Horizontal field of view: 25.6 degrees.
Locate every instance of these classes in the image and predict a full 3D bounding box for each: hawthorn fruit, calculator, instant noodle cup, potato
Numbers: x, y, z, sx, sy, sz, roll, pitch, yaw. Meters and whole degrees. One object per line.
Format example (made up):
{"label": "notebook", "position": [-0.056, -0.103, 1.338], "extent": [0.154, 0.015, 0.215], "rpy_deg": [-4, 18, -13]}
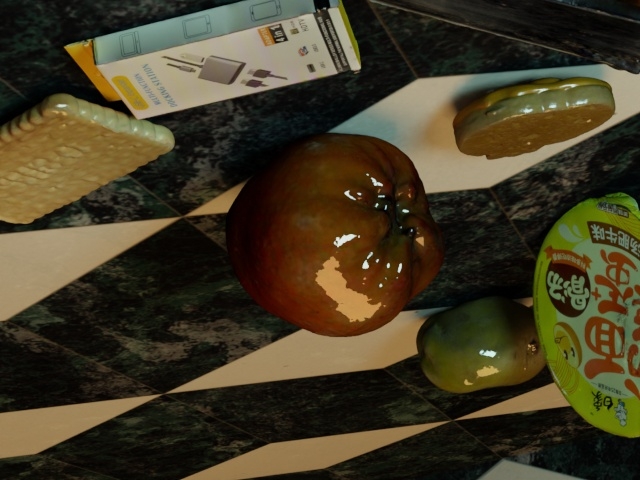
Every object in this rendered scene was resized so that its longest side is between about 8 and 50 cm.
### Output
{"label": "hawthorn fruit", "position": [0.000, 0.000, 1.502], "extent": [0.224, 0.224, 0.261], "rpy_deg": [9, 165, -40]}
{"label": "calculator", "position": [0.141, -0.188, 1.124], "extent": [0.262, 0.021, 0.161], "rpy_deg": [16, 176, 4]}
{"label": "instant noodle cup", "position": [0.454, 0.082, 1.836], "extent": [0.221, 0.311, 0.311], "rpy_deg": [-10, 162, -30]}
{"label": "potato", "position": [0.246, 0.157, 2.106], "extent": [0.200, 0.137, 0.154], "rpy_deg": [-5, 160, -15]}

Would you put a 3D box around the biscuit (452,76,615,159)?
{"label": "biscuit", "position": [0.218, -0.133, 1.472], "extent": [0.170, 0.050, 0.170], "rpy_deg": [-11, 167, -2]}

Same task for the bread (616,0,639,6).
{"label": "bread", "position": [0.220, -0.251, 1.064], "extent": [0.174, 0.121, 0.245], "rpy_deg": [-21, 160, 24]}

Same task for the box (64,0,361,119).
{"label": "box", "position": [-0.092, -0.165, 1.269], "extent": [0.247, 0.033, 0.129], "rpy_deg": [-13, 160, 8]}

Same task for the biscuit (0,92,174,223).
{"label": "biscuit", "position": [-0.281, -0.078, 1.401], "extent": [0.250, 0.030, 0.160], "rpy_deg": [-23, 154, 37]}
